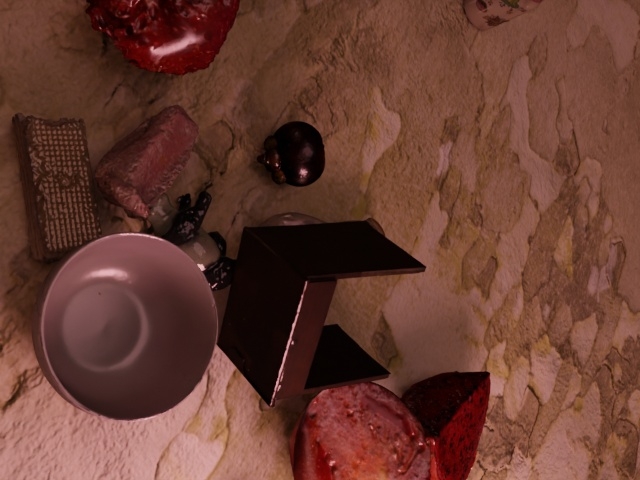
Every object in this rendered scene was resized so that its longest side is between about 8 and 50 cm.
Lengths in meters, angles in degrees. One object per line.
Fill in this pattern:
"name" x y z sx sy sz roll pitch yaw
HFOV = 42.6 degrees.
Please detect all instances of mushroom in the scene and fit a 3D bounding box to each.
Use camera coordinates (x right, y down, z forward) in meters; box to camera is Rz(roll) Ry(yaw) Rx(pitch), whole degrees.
"mushroom" 0.001 0.002 1.635 0.351 0.097 0.109 2 81 -45

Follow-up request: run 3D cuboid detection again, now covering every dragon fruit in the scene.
"dragon fruit" 0.237 0.414 1.723 0.317 0.152 0.205 -27 117 -55

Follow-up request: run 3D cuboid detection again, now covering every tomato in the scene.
"tomato" 0.046 0.420 1.524 0.309 0.170 0.308 8 68 -21

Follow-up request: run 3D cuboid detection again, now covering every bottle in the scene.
"bottle" 0.499 -0.636 2.100 0.120 0.253 0.120 11 73 -38

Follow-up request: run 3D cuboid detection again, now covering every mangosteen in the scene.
"mangosteen" -0.058 -0.167 1.609 0.140 0.140 0.140 11 73 -39

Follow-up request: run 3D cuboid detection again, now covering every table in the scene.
"table" 0.002 0.119 1.458 0.282 0.196 0.250 -3 118 -38

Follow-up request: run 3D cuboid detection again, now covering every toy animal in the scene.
"toy animal" -0.229 -0.007 1.441 0.121 0.094 0.225 -43 110 -29

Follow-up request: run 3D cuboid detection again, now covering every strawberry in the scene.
"strawberry" -0.270 -0.406 1.422 0.274 0.220 0.274 2 66 -4

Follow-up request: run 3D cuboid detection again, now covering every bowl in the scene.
"bowl" -0.317 0.134 1.280 0.287 0.144 0.286 5 81 -36

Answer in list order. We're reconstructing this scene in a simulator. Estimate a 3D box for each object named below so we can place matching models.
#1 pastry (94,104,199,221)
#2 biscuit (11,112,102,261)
"pastry" -0.297 -0.127 1.374 0.102 0.112 0.265 64 28 -29
"biscuit" -0.419 -0.087 1.307 0.108 0.062 0.238 -6 84 -42
